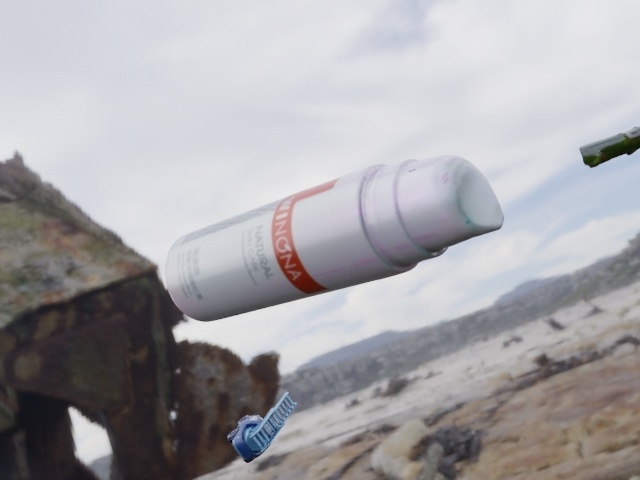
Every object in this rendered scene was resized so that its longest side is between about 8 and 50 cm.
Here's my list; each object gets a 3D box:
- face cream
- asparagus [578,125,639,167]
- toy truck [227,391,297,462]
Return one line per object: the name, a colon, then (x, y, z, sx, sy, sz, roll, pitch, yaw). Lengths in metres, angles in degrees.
face cream: (0.000, 0.000, 0.881, 0.345, 0.102, 0.102, -19, -8, 40)
asparagus: (0.297, -0.095, 0.940, 0.108, 0.025, 0.021, -20, -2, -21)
toy truck: (-0.096, 0.313, 1.608, 0.074, 0.063, 0.136, -32, 10, 33)
